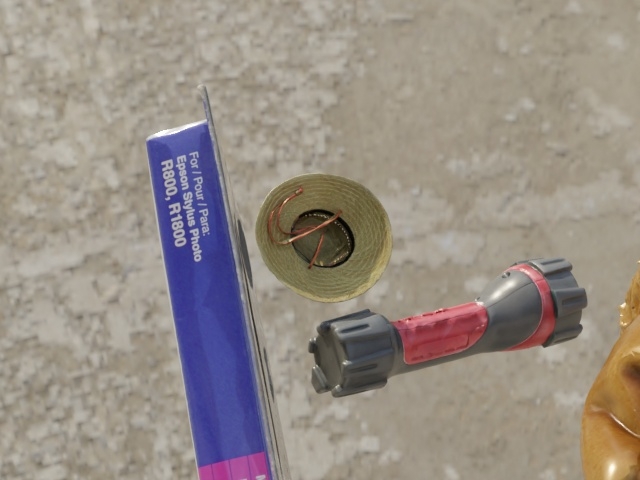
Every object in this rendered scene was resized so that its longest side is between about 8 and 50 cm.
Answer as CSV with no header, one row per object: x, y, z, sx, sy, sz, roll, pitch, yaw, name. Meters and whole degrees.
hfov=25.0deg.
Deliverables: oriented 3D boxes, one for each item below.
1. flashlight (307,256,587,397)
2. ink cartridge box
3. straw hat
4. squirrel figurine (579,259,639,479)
0.139,0.089,1.538,0.304,0.103,0.103,-10,6,-29,flashlight
-0.077,0.088,1.133,0.071,0.330,0.324,-11,72,0,ink cartridge box
0.000,0.000,1.508,0.144,0.061,0.144,2,79,-9,straw hat
0.429,0.043,1.281,0.281,0.370,0.397,22,32,-10,squirrel figurine
